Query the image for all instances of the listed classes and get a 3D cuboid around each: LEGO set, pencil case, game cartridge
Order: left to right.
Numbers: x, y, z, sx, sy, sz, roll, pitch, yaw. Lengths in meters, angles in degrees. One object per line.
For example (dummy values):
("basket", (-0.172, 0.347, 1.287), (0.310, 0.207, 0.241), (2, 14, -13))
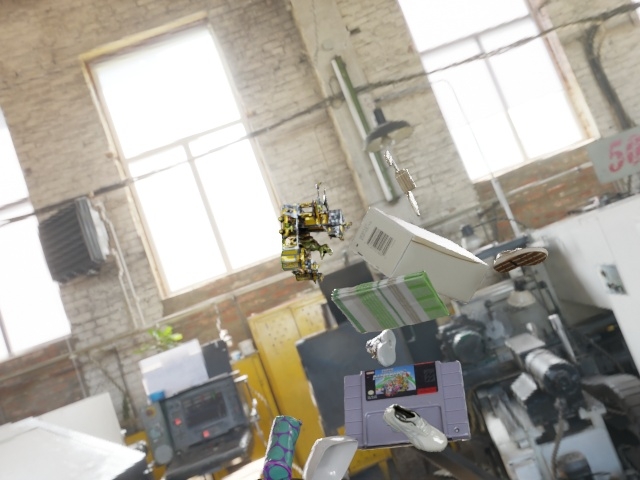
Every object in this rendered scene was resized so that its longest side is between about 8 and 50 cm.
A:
("pencil case", (-0.079, 0.438, 1.267), (0.064, 0.070, 0.152), (-31, 17, 18))
("LEGO set", (0.000, 0.000, 1.792), (0.192, 0.255, 0.331), (-4, -20, 7))
("game cartridge", (0.241, 0.475, 1.747), (0.354, 0.230, 0.068), (-12, -34, 16))

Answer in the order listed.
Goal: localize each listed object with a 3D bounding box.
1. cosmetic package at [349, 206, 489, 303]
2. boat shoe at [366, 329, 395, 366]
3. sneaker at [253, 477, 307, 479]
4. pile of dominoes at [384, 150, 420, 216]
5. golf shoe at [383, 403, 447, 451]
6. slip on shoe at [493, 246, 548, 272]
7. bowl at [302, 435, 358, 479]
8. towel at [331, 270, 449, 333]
("cosmetic package", (0.234, 0.039, 1.404), (0.309, 0.160, 0.113), (18, -76, -43))
("boat shoe", (0.183, 0.347, 1.861), (0.083, 0.065, 0.183), (-35, 8, 21))
("sneaker", (-0.086, 0.592, 1.383), (0.178, 0.072, 0.077), (14, -54, -9))
("pile of dominoes", (0.257, -0.183, 1.807), (0.040, 0.196, 0.251), (-29, 8, 13))
("golf shoe", (0.245, 0.476, 1.535), (0.069, 0.176, 0.086), (-58, -13, -33))
("slip on shoe", (0.440, 0.034, 1.326), (0.135, 0.051, 0.041), (-33, 28, 54))
("bowl", (0.018, 0.554, 1.526), (0.142, 0.142, 0.053), (13, 13, -48))
("towel", (0.106, 0.095, 0.923), (0.152, 0.023, 0.113), (-16, -45, 24))
